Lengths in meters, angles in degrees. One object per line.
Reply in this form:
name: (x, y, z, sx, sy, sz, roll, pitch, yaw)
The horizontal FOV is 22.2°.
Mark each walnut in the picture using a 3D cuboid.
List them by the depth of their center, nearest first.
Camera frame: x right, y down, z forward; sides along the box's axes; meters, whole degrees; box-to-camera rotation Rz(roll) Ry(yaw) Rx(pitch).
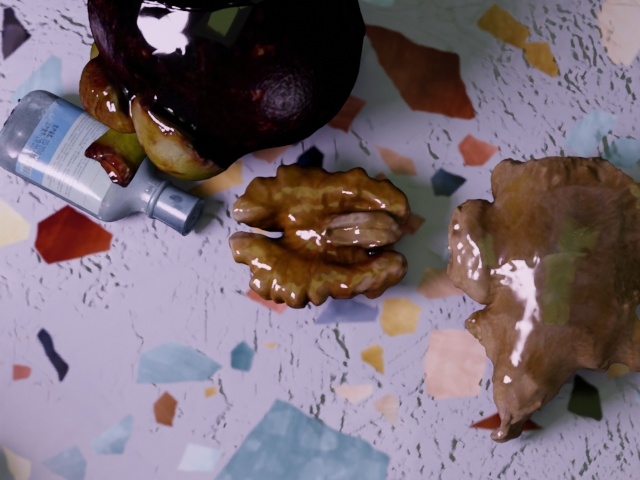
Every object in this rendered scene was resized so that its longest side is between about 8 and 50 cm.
walnut: (0.000, 0.000, 1.535, 0.170, 0.069, 0.143, 4, 74, 7)

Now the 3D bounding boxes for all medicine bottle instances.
medicine bottle: (-0.212, -0.069, 1.587, 0.208, 0.054, 0.090, 27, 77, 10)

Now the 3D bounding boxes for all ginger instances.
ginger: (0.205, 0.049, 1.467, 0.218, 0.123, 0.270, 27, 79, 10)

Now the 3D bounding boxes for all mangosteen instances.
mangosteen: (-0.105, -0.178, 1.498, 0.287, 0.233, 0.288, -2, 58, 4)
